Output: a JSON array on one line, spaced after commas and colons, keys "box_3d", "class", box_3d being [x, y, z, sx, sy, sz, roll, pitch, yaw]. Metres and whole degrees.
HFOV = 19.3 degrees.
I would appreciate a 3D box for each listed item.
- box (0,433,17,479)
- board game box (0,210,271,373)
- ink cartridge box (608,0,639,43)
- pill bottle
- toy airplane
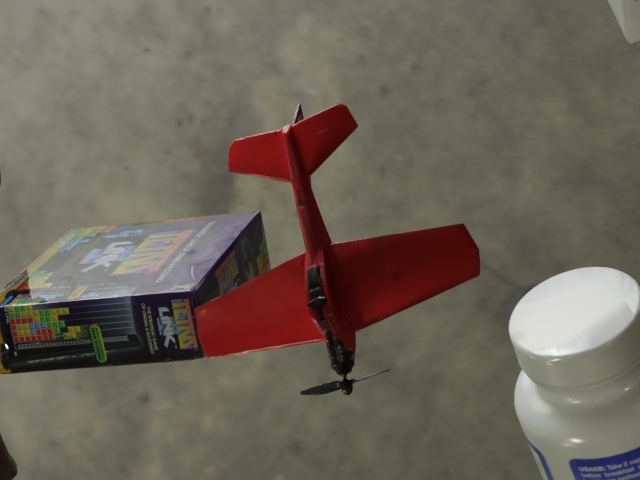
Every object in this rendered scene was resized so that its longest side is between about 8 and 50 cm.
[{"box_3d": [-0.341, 0.139, 0.860, 0.143, 0.381, 0.191, 44, 159, 24], "class": "box"}, {"box_3d": [-0.121, 0.031, 1.210, 0.141, 0.170, 0.048, -7, 106, 14], "class": "board game box"}, {"box_3d": [0.340, -0.315, 1.619, 0.233, 0.168, 0.171, -19, 51, 1], "class": "ink cartridge box"}, {"box_3d": [0.250, 0.159, 1.566, 0.152, 0.152, 0.272, 4, 131, 37], "class": "pill bottle"}, {"box_3d": [0.000, 0.000, 0.889, 0.151, 0.028, 0.151, -6, 75, 25], "class": "toy airplane"}]
